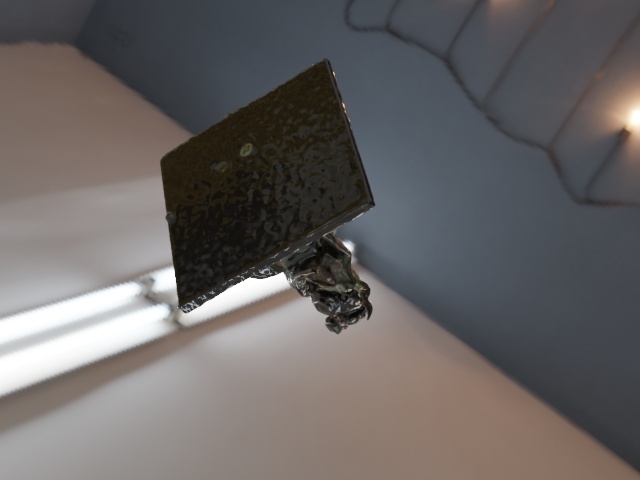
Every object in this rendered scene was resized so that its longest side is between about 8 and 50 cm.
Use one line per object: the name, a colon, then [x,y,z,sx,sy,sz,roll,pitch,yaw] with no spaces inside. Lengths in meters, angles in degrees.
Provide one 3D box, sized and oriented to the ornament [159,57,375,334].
ornament: [0.000,0.000,0.873,0.196,0.153,0.166,46,-158,-45]
